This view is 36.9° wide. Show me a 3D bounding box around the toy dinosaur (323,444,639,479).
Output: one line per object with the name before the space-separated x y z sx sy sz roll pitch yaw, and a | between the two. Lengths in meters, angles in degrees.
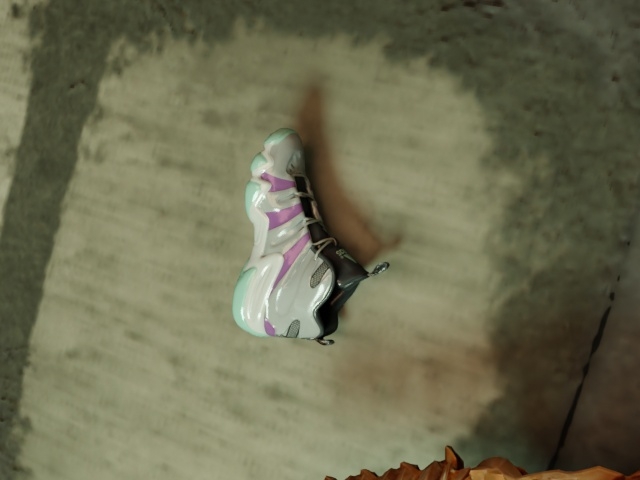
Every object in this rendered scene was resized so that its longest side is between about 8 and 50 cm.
toy dinosaur | 0.121 0.156 0.326 0.322 0.164 0.218 7 73 45

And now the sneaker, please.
sneaker | 0.000 0.000 0.440 0.069 0.038 0.098 10 99 26
